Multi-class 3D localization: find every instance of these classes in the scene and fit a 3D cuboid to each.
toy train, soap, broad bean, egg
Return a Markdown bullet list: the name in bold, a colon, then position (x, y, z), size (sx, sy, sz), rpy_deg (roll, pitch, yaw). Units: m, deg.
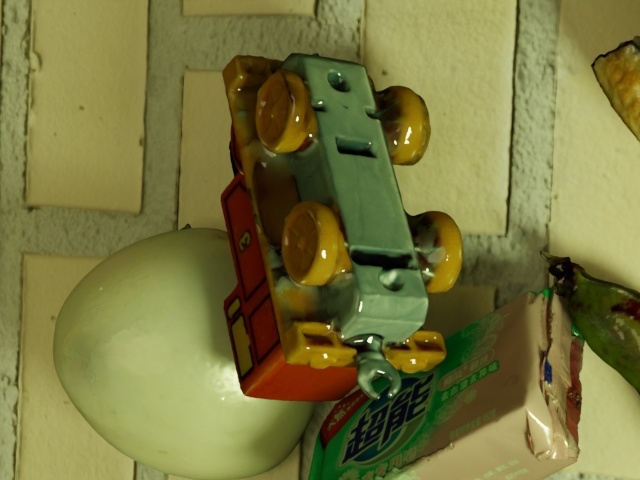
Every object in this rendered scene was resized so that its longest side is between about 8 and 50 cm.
- **toy train**: position (0.000, 0.000, 1.730), size (0.231, 0.163, 0.369), rpy_deg (-47, 47, 44)
- **soap**: position (0.119, 0.170, 1.696), size (0.273, 0.218, 0.098), rpy_deg (-32, 115, 30)
- **broad bean**: position (0.306, 0.129, 1.622), size (0.077, 0.061, 0.339), rpy_deg (-50, 64, 33)
- **egg**: position (-0.148, 0.124, 1.871), size (0.286, 0.174, 0.264), rpy_deg (19, 105, 30)

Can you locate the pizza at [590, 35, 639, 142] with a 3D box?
- **pizza**: position (0.409, -0.139, 1.515), size (0.409, 0.114, 0.278), rpy_deg (5, 95, 34)
